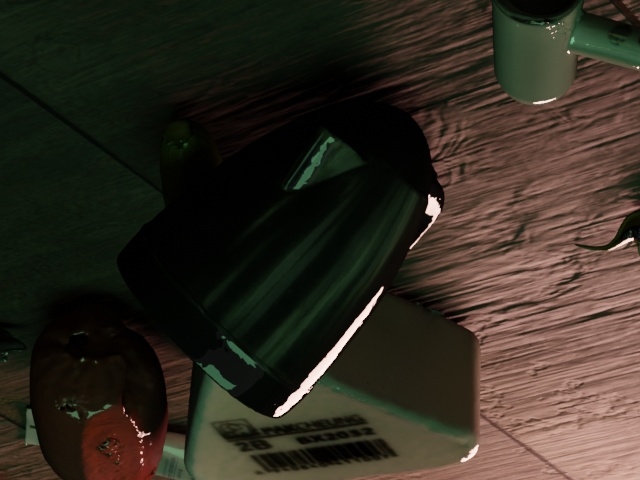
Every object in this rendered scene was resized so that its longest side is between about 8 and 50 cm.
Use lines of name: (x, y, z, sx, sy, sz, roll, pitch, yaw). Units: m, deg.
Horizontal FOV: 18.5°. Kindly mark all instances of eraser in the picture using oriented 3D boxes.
eraser: (-0.030, 0.157, 2.070, 0.331, 0.150, 0.331, 4, 152, 2)

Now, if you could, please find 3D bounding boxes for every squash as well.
squash: (-0.114, -0.048, 1.796, 0.066, 0.066, 0.201, 0, 151, 6)

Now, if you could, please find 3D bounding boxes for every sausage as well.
sausage: (-0.240, 0.180, 2.134, 0.152, 0.152, 0.280, 3, 148, 0)

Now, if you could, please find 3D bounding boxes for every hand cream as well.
hand cream: (-0.200, 0.259, 2.371, 0.320, 0.067, 0.109, 11, 151, -4)

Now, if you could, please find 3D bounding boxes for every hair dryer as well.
hair dryer: (0.250, -0.147, 1.532, 0.236, 0.073, 0.131, 14, 154, 13)

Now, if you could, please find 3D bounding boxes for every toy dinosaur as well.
toy dinosaur: (0.315, -0.012, 1.850, 0.058, 0.037, 0.180, 40, 132, -13)

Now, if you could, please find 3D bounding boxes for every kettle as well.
kettle: (0.000, 0.002, 1.716, 0.271, 0.207, 0.251, -46, 121, 7)

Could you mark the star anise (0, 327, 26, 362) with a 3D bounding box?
star anise: (-0.412, 0.116, 2.127, 0.182, 0.065, 0.195, -9, 145, 12)
